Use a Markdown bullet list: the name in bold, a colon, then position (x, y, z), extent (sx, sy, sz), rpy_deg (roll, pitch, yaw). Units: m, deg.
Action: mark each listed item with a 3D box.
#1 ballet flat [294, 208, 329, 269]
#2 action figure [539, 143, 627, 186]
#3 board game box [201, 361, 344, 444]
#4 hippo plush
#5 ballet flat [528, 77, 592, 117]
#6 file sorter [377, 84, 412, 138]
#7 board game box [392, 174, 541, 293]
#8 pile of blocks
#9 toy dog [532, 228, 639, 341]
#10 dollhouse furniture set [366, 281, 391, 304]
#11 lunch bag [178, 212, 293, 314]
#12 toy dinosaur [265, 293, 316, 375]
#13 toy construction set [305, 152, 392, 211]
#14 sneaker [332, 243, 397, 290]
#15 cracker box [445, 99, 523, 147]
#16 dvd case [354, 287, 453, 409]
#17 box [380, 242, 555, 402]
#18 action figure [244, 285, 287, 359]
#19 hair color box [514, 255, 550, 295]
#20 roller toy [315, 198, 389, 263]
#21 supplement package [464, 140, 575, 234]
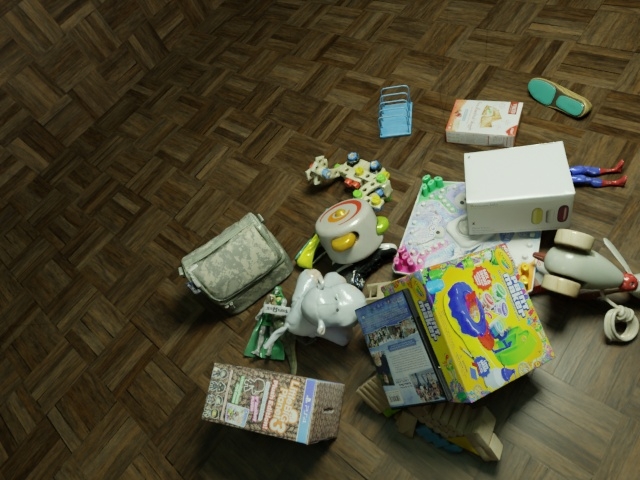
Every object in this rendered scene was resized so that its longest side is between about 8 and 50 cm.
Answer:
- **ballet flat**: position (0.000, 0.000, 1.477), extent (0.077, 0.077, 0.231), rpy_deg (29, 74, 10)
- **action figure**: position (0.757, -0.220, 1.300), extent (0.280, 0.139, 0.092), rpy_deg (-2, 57, 21)
- **board game box**: position (-0.114, 0.420, 1.131), extent (0.290, 0.232, 0.141), rpy_deg (3, 72, 21)
- **hippo plush**: position (0.001, 0.164, 1.202), extent (0.294, 0.236, 0.235), rpy_deg (3, 66, -14)
- **ballet flat**: position (0.828, -0.495, 1.496), extent (0.073, 0.080, 0.232), rpy_deg (-19, 52, -27)
- **file sorter**: position (0.285, -0.496, 1.659), extent (0.118, 0.104, 0.170), rpy_deg (-2, 59, 19)
- **board game box**: position (0.452, -0.043, 1.307), extent (0.389, 0.050, 0.390), rpy_deg (8, 56, 28)
- **pile of blocks**: position (0.275, 0.423, 1.092), extent (0.362, 0.149, 0.112), rpy_deg (23, 37, 23)
- **toy dog**: position (0.683, 0.083, 1.100), extent (0.220, 0.333, 0.161), rpy_deg (-53, 14, 2)
- **dollhouse furniture set**: position (0.205, 0.223, 1.245), extent (0.128, 0.129, 0.184), rpy_deg (-8, 27, 14)
- **lunch bag**: position (-0.276, 0.067, 1.410), extent (0.305, 0.256, 0.213), rpy_deg (-36, 54, -4)
- **toy dinosaur**: position (-0.082, 0.280, 1.307), extent (0.118, 0.064, 0.268), rpy_deg (-19, 79, -10)
- **toy construction set**: position (0.115, -0.200, 1.518), extent (0.327, 0.151, 0.215), rpy_deg (34, 75, 22)
- **sneaker**: position (0.146, 0.094, 1.359), extent (0.216, 0.079, 0.121), rpy_deg (-18, 58, 18)
- **cracker box**: position (0.577, -0.416, 1.526), extent (0.232, 0.067, 0.156), rpy_deg (12, 64, 25)
- **dvd case**: position (0.183, 0.254, 0.995), extent (0.180, 0.022, 0.253), rpy_deg (-34, 71, 47)
- **box**: position (0.344, 0.192, 1.031), extent (0.279, 0.177, 0.290), rpy_deg (-14, 78, -27)
- **action figure**: position (-0.158, 0.254, 1.371), extent (0.137, 0.063, 0.232), rpy_deg (3, 61, 15)
- **hair color box**: position (0.550, 0.110, 1.211), extent (0.167, 0.053, 0.093), rpy_deg (-19, 53, 9)
- **roller toy**: position (0.085, -0.034, 1.341), extent (0.209, 0.146, 0.191), rpy_deg (-42, 29, -23)
- **supplement package**: position (0.547, -0.144, 1.216), extent (0.261, 0.145, 0.204), rpy_deg (-4, 51, 21)
